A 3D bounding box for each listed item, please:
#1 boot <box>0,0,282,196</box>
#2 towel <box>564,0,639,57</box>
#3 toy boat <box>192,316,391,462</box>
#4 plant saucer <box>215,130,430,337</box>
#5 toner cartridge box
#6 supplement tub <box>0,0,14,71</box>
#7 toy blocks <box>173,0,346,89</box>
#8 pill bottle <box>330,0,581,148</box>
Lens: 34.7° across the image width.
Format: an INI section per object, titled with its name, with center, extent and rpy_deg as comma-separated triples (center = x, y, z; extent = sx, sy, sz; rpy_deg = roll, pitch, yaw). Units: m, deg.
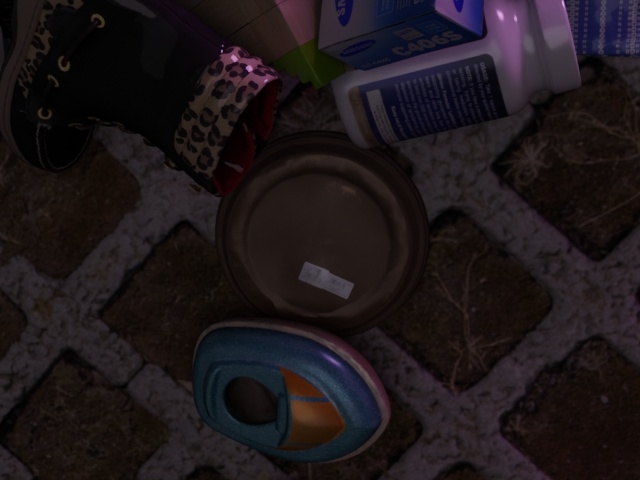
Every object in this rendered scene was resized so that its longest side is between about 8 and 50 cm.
[boot]
center = -0.208, -0.146, 1.148
extent = 0.284, 0.138, 0.377
rpy_deg = 37, 139, 7
[towel]
center = 0.430, -0.327, 1.174
extent = 0.336, 0.040, 0.243
rpy_deg = 2, 104, 6
[toy boat]
center = -0.046, 0.257, 1.304
extent = 0.267, 0.148, 0.318
rpy_deg = 8, 112, 19
[plant saucer]
center = 0.000, 0.000, 1.307
extent = 0.278, 0.041, 0.277
rpy_deg = 1, 105, 5
[toner cartridge box]
center = 0.093, -0.365, 1.066
extent = 0.165, 0.075, 0.347
rpy_deg = -9, 72, 47
[supplement tub]
center = -0.455, -0.300, 1.197
extent = 0.194, 0.193, 0.316
rpy_deg = -2, 104, 7
[toy blocks]
center = -0.150, -0.310, 1.157
extent = 0.261, 0.191, 0.381
rpy_deg = -22, 103, 45
[pill bottle]
center = 0.151, -0.204, 1.167
extent = 0.265, 0.153, 0.153
rpy_deg = -11, 103, 14
